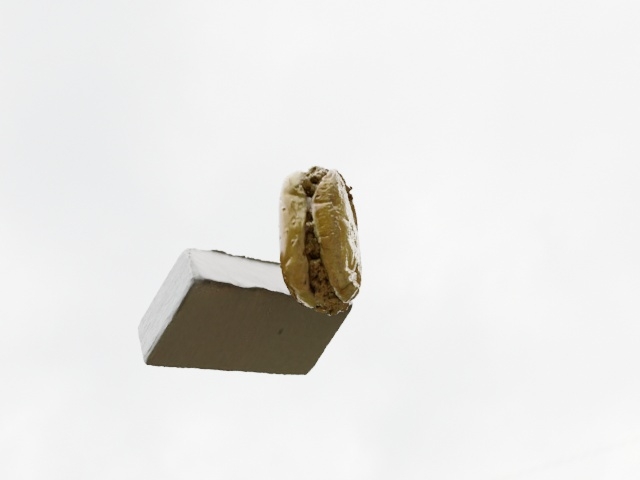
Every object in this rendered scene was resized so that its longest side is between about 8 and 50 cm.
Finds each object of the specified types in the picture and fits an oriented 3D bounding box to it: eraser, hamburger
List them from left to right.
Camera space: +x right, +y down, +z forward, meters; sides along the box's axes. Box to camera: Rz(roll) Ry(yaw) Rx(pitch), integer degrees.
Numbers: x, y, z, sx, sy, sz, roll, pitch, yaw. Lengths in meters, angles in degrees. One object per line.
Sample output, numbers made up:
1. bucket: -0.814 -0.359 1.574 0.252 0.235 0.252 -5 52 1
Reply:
1. eraser: -0.078 0.082 1.763 0.352 0.077 0.111 11 -64 -56
2. hamburger: 0.000 0.000 1.676 0.083 0.147 0.138 -6 -20 12
